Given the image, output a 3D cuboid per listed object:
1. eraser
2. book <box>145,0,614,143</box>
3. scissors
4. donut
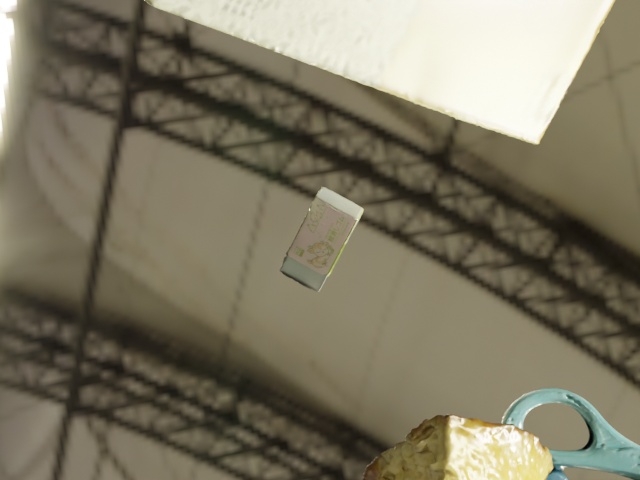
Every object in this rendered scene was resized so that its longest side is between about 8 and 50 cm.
[{"bbox_3d":[0.000,0.000,1.500,0.083,0.038,0.019,-62,180,40],"label":"eraser"},{"bbox_3d":[0.079,-0.220,1.236,0.032,0.389,0.269,36,-75,41],"label":"book"},{"bbox_3d":[0.341,0.249,1.952,0.032,0.392,0.180,-159,-105,-87],"label":"scissors"},{"bbox_3d":[0.061,0.179,1.170,0.217,0.141,0.085,-42,-135,51],"label":"donut"}]
